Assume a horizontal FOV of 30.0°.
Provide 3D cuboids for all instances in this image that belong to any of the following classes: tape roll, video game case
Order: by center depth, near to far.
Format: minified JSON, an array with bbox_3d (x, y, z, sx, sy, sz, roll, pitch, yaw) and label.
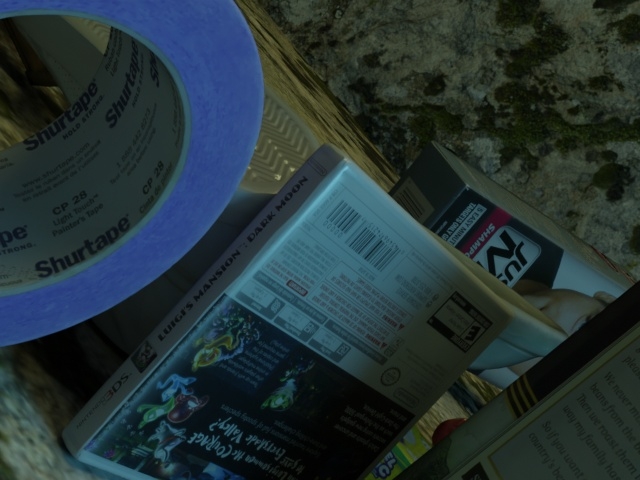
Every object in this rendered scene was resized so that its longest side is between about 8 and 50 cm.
[{"bbox_3d":[-0.121,-0.051,0.433,0.189,0.189,0.080,38,15,-52],"label":"tape roll"},{"bbox_3d":[-0.004,0.061,0.577,0.022,0.173,0.190,45,4,39],"label":"video game case"}]

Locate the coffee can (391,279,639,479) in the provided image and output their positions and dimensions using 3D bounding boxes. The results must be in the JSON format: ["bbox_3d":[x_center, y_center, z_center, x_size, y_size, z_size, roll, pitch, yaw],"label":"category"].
[{"bbox_3d":[0.145,0.155,0.579,0.201,0.275,0.201,48,9,-10],"label":"coffee can"}]

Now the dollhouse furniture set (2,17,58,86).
[{"bbox_3d":[-0.128,-0.201,0.817,0.129,0.184,0.129,18,-47,62],"label":"dollhouse furniture set"}]

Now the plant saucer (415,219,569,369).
[{"bbox_3d":[0.000,0.000,0.921,0.400,0.100,0.400,33,6,-4],"label":"plant saucer"}]

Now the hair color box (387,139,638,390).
[{"bbox_3d":[0.219,0.061,1.401,0.374,0.185,0.113,29,18,-32],"label":"hair color box"}]

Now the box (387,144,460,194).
[{"bbox_3d":[0.128,-0.026,1.545,0.103,0.184,0.261,50,8,3],"label":"box"}]

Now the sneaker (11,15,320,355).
[{"bbox_3d":[-0.115,-0.057,0.645,0.108,0.169,0.292,-9,47,-32],"label":"sneaker"}]

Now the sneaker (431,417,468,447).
[{"bbox_3d":[0.171,0.236,1.058,0.225,0.088,0.093,46,-11,-22],"label":"sneaker"}]

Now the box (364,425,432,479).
[{"bbox_3d":[0.029,0.129,0.886,0.179,0.043,0.105,49,9,11],"label":"box"}]
